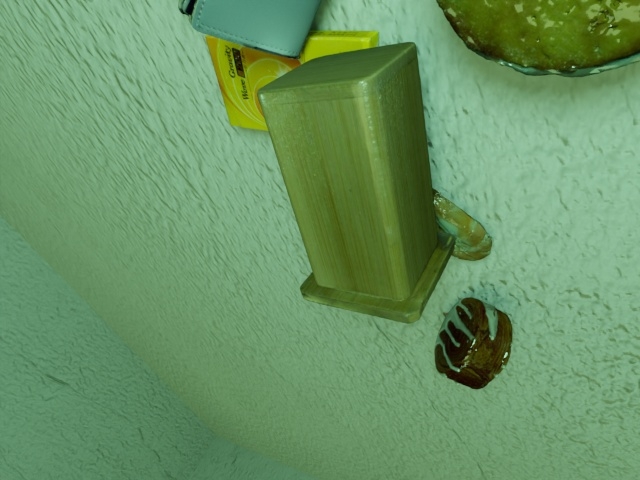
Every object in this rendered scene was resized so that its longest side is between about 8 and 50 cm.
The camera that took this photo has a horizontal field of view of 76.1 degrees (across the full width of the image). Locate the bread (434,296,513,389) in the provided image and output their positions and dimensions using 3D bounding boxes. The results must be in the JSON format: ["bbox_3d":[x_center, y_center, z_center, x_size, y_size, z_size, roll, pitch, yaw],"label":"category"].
[{"bbox_3d":[0.266,0.181,0.730,0.073,0.160,0.160,20,141,-2],"label":"bread"}]

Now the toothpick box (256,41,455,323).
[{"bbox_3d":[0.055,-0.074,0.545,0.187,0.190,0.308,8,129,33],"label":"toothpick box"}]

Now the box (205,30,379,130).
[{"bbox_3d":[-0.041,-0.235,0.619,0.269,0.043,0.152,13,135,24],"label":"box"}]

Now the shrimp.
[{"bbox_3d":[0.200,-0.029,0.655,0.184,0.043,0.091,46,144,-15],"label":"shrimp"}]

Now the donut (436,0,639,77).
[{"bbox_3d":[0.223,-0.272,0.317,0.272,0.107,0.272,27,153,15],"label":"donut"}]

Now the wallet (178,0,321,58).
[{"bbox_3d":[-0.052,-0.320,0.439,0.231,0.170,0.069,-54,52,41],"label":"wallet"}]
